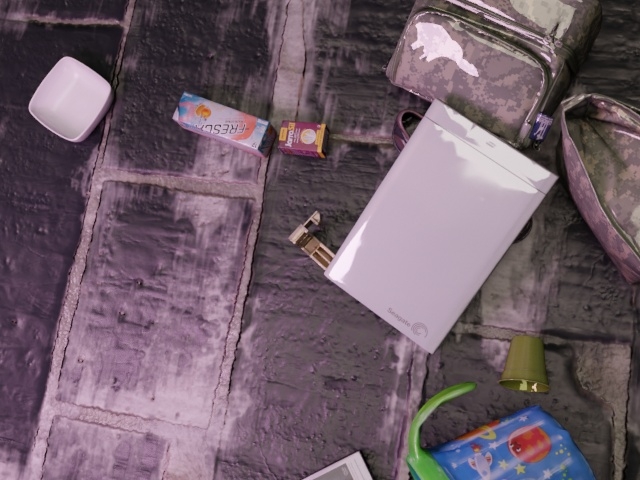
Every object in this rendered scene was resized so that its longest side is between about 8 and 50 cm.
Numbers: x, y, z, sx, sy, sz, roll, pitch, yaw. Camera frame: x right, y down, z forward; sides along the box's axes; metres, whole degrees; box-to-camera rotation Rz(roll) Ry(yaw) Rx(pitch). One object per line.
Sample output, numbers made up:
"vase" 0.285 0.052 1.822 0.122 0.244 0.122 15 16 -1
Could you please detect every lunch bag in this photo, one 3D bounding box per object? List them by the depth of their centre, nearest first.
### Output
"lunch bag" 0.472 -0.091 1.173 0.168 0.235 0.287 -34 76 9
"lunch bag" 0.286 -0.319 1.275 0.305 0.212 0.256 31 104 15

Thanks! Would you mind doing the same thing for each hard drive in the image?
"hard drive" 0.190 -0.021 1.258 0.233 0.047 0.353 36 107 13

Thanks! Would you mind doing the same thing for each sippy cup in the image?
"sippy cup" 0.282 0.373 1.147 0.224 0.306 0.240 -29 32 -6

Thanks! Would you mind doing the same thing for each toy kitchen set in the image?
"toy kitchen set" 0.000 0.000 1.329 0.075 0.083 0.068 42 91 15

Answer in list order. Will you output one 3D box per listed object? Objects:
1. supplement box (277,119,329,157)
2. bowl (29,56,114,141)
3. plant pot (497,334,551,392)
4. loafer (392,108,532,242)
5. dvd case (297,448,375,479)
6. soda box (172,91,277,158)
"supplement box" -0.030 -0.185 1.389 0.083 0.043 0.055 7 83 13
"bowl" -0.479 -0.269 1.489 0.142 0.053 0.142 35 87 15
"plant pot" 0.333 0.198 1.237 0.083 0.083 0.079 6 68 12
"loafer" 0.234 -0.111 1.296 0.109 0.095 0.302 -45 75 0
"dvd case" 0.001 0.484 1.271 0.238 0.029 0.179 -28 75 5
"soda box" -0.177 -0.214 1.413 0.183 0.063 0.058 21 84 14
